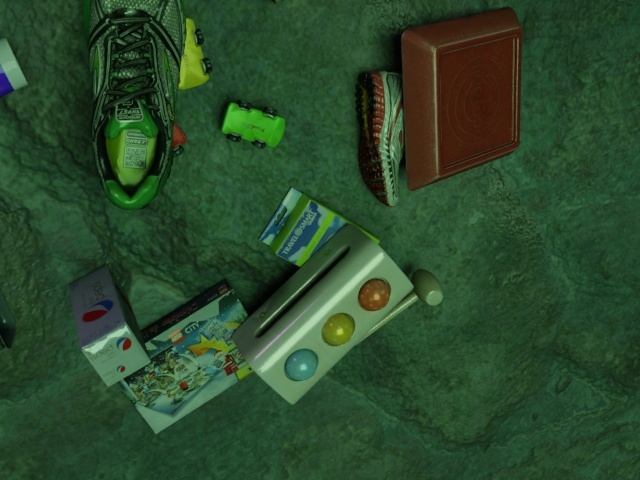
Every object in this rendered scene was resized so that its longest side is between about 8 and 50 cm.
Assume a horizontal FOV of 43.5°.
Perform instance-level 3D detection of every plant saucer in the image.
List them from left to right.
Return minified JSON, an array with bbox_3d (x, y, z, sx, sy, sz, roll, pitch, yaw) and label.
[{"bbox_3d":[0.243,-0.228,1.300,0.259,0.048,0.258,-21,118,-33],"label":"plant saucer"}]

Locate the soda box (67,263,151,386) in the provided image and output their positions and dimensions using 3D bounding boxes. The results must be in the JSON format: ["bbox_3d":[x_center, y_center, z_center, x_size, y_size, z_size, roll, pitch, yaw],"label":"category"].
[{"bbox_3d":[-0.305,0.115,1.148,0.069,0.216,0.074,-30,118,-8],"label":"soda box"}]

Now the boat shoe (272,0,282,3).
[{"bbox_3d":[-0.068,-0.477,1.074,0.103,0.113,0.302,-20,116,-8],"label":"boat shoe"}]

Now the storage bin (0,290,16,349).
[{"bbox_3d":[-0.505,0.102,1.135,0.091,0.098,0.135,-18,117,-4],"label":"storage bin"}]

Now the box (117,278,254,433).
[{"bbox_3d":[-0.213,0.191,1.316,0.233,0.044,0.159,-32,119,-9],"label":"box"}]

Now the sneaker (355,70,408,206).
[{"bbox_3d":[0.117,-0.160,1.292,0.093,0.088,0.225,-11,114,-20],"label":"sneaker"}]

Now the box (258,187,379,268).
[{"bbox_3d":[0.000,0.000,1.333,0.178,0.042,0.109,29,97,-30],"label":"box"}]

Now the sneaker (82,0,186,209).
[{"bbox_3d":[-0.233,-0.203,1.036,0.134,0.146,0.343,-4,109,-13],"label":"sneaker"}]

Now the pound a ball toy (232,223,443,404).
[{"bbox_3d":[0.049,0.131,1.304,0.319,0.136,0.208,-43,122,-3],"label":"pound a ball toy"}]

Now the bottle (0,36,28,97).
[{"bbox_3d":[-0.518,-0.175,1.013,0.283,0.092,0.118,-24,116,-13],"label":"bottle"}]

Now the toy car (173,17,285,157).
[{"bbox_3d":[-0.162,-0.188,1.183,0.225,0.053,0.239,13,105,-27],"label":"toy car"}]
